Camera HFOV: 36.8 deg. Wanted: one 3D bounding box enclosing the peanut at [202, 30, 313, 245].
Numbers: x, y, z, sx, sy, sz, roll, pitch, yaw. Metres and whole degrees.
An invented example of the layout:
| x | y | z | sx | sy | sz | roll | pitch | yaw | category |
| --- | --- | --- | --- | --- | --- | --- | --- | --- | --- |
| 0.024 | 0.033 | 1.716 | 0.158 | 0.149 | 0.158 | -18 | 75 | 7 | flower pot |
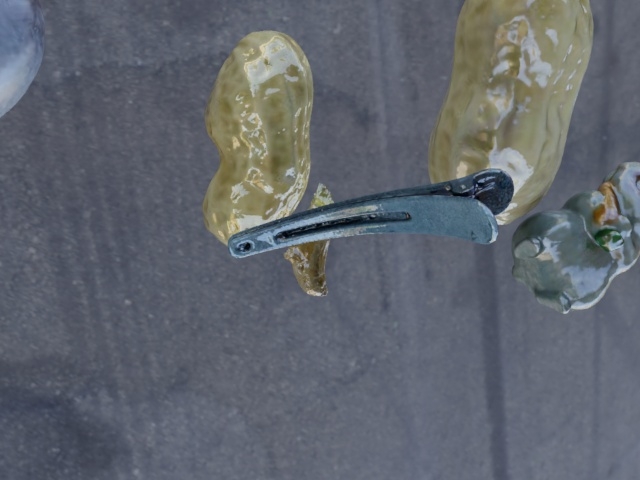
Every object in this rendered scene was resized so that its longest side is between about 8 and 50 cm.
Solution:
| x | y | z | sx | sy | sz | roll | pitch | yaw | category |
| --- | --- | --- | --- | --- | --- | --- | --- | --- | --- |
| -0.085 | -0.126 | 1.290 | 0.147 | 0.147 | 0.306 | -18 | 118 | -44 | peanut |

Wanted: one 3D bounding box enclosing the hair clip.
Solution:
| x | y | z | sx | sy | sz | roll | pitch | yaw | category |
| --- | --- | --- | --- | --- | --- | --- | --- | --- | --- |
| 0.039 | -0.014 | 0.887 | 0.048 | 0.275 | 0.083 | 66 | 32 | -26 | hair clip |

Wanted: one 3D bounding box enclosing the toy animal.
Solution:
| x | y | z | sx | sy | sz | roll | pitch | yaw | category |
| --- | --- | --- | --- | --- | --- | --- | --- | --- | --- |
| 0.335 | -0.023 | 1.079 | 0.251 | 0.127 | 0.125 | -29 | 127 | -10 | toy animal |

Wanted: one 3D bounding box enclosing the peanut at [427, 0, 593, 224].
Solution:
| x | y | z | sx | sy | sz | roll | pitch | yaw | category |
| --- | --- | --- | --- | --- | --- | --- | --- | --- | --- |
| 0.199 | -0.154 | 1.007 | 0.152 | 0.152 | 0.313 | -21 | 133 | -43 | peanut |

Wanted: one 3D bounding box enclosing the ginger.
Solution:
| x | y | z | sx | sy | sz | roll | pitch | yaw | category |
| --- | --- | --- | --- | --- | --- | --- | --- | --- | --- |
| -0.005 | -0.002 | 1.179 | 0.057 | 0.044 | 0.137 | 13 | 90 | -46 | ginger |

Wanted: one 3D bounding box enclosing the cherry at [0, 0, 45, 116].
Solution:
| x | y | z | sx | sy | sz | roll | pitch | yaw | category |
| --- | --- | --- | --- | --- | --- | --- | --- | --- | --- |
| -0.411 | -0.214 | 0.950 | 0.255 | 0.218 | 0.296 | 44 | 70 | -15 | cherry |
